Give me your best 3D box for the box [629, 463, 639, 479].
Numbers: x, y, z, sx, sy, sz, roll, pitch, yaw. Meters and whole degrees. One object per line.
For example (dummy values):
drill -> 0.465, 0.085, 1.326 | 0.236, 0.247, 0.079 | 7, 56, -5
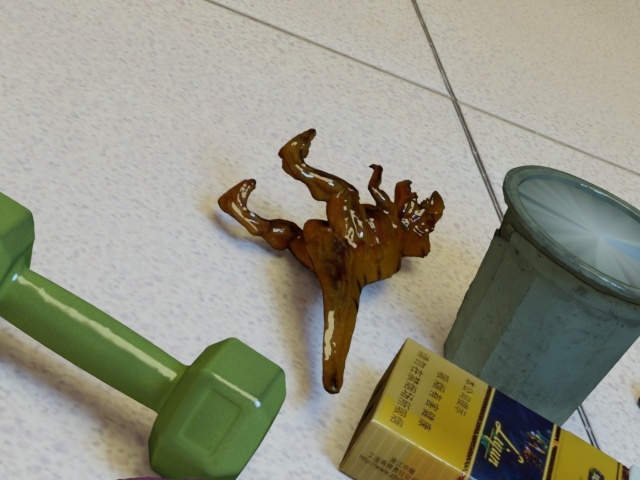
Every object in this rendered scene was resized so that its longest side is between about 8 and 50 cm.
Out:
box -> 0.312, 0.301, 1.223 | 0.139, 0.035, 0.245 | 32, 28, 3

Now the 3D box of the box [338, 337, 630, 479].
box -> 0.147, 0.198, 1.203 | 0.237, 0.070, 0.152 | 29, 27, 3

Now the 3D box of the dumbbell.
dumbbell -> -0.173, 0.074, 1.050 | 0.302, 0.121, 0.108 | 31, -2, 2

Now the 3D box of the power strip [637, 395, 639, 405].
power strip -> 0.381, 0.189, 1.450 | 0.032, 0.056, 0.123 | 9, 34, -32

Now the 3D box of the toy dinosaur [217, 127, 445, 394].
toy dinosaur -> 0.000, 0.000, 1.363 | 0.208, 0.097, 0.432 | 42, 32, 2

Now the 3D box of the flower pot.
flower pot -> 0.222, 0.061, 1.353 | 0.212, 0.203, 0.212 | 23, 30, -14

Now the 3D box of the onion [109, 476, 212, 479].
onion -> -0.077, 0.300, 0.607 | 0.358, 0.345, 0.358 | 12, 46, -13
